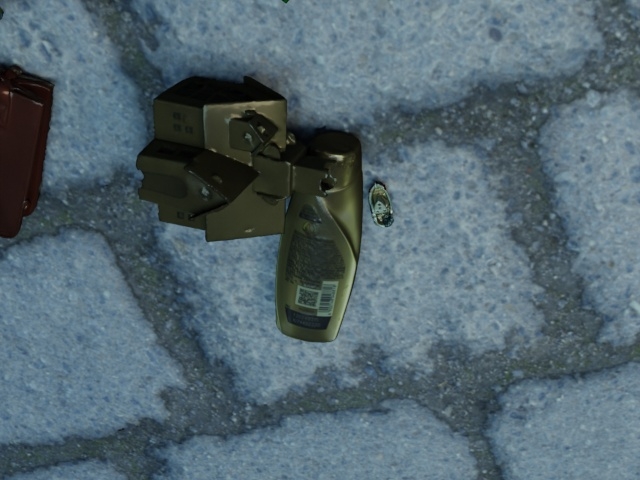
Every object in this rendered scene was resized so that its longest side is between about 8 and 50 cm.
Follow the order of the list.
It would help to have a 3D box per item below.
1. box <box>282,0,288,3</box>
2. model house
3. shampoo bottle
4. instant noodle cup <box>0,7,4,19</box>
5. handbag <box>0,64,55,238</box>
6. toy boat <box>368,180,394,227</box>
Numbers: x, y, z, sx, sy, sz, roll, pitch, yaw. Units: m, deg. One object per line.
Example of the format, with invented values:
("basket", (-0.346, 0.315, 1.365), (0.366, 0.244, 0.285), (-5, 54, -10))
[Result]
("box", (-0.022, -0.428, 1.212), (0.132, 0.034, 0.235), (37, 121, -16))
("model house", (-0.105, -0.097, 1.327), (0.243, 0.204, 0.211), (12, 122, 17))
("shampoo bottle", (0.000, 0.000, 1.475), (0.125, 0.084, 0.350), (10, 125, 4))
("instant noodle cup", (-0.574, -0.388, 1.166), (0.284, 0.284, 0.313), (-15, 98, 19))
("handbag", (-0.547, -0.158, 1.460), (0.260, 0.084, 0.276), (22, 124, -3))
("toy boat", (0.090, -0.054, 1.452), (0.038, 0.038, 0.083), (-7, 124, 14))
